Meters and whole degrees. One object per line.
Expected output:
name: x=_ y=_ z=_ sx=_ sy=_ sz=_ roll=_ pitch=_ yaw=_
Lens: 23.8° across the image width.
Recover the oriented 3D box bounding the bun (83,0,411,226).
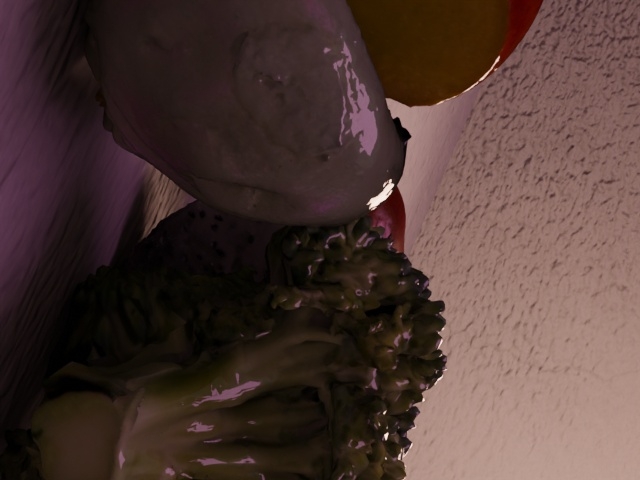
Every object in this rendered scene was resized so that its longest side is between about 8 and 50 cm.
bun: x=-0.071 y=-0.124 z=1.055 sx=0.187 sy=0.293 sz=0.293 roll=-30 pitch=167 yaw=-1

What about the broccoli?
broccoli: x=-0.089 y=0.140 z=1.177 sx=0.338 sy=0.317 sz=0.277 roll=-14 pitch=-91 yaw=57

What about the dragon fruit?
dragon fruit: x=-0.072 y=0.075 z=1.410 sx=0.283 sy=0.204 sz=0.221 roll=-64 pitch=168 yaw=8

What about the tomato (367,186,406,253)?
tomato: x=0.001 y=0.000 z=1.732 sx=0.232 sy=0.188 sz=0.232 roll=24 pitch=90 yaw=-81

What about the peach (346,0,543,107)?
peach: x=0.118 y=-0.342 z=1.467 sx=0.380 sy=0.242 sz=0.306 roll=92 pitch=10 yaw=-50
